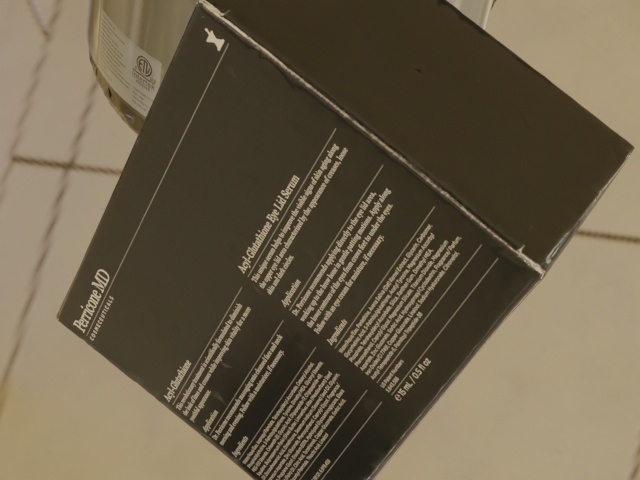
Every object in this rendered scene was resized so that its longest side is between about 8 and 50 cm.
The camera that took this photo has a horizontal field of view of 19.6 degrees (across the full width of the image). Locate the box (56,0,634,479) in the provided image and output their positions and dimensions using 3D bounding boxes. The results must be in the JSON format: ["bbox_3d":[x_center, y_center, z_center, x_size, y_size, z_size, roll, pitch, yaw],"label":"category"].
[{"bbox_3d":[0.000,0.000,0.878,0.184,0.261,0.103,37,51,4],"label":"box"}]

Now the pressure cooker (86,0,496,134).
[{"bbox_3d":[-0.010,-0.297,1.585,0.370,0.420,0.375,14,41,4],"label":"pressure cooker"}]
